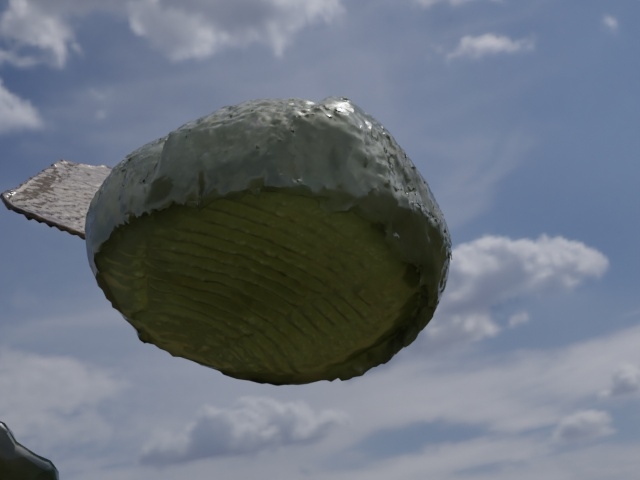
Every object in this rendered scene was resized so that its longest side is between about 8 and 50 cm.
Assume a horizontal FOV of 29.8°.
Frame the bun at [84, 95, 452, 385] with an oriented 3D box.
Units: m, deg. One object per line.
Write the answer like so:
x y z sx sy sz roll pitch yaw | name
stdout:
-0.029 -0.011 0.871 0.259 0.152 0.259 2 -39 2 | bun

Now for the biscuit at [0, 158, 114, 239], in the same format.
-0.232 -0.035 1.425 0.237 0.013 0.232 22 21 4 | biscuit

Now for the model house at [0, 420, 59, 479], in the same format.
-0.340 0.247 0.675 0.395 0.400 0.445 7 -29 -19 | model house
